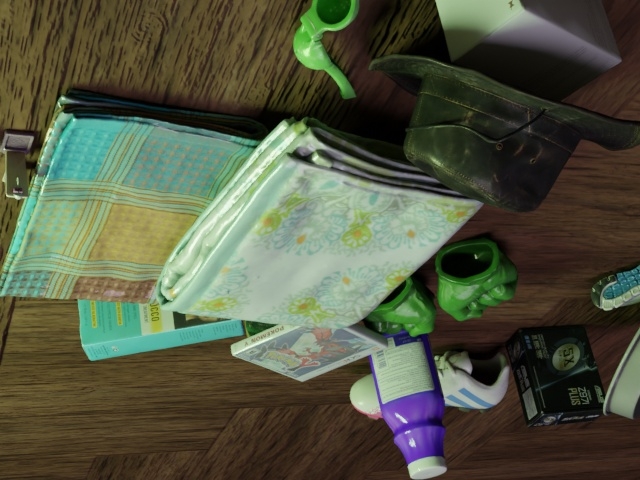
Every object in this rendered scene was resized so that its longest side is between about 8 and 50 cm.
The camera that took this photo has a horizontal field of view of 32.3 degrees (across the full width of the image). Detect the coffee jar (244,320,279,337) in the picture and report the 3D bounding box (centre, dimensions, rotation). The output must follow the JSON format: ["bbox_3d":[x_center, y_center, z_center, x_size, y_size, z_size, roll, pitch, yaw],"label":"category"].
[{"bbox_3d":[-0.076,0.114,1.802,0.096,0.079,0.184,-6,151,-8],"label":"coffee jar"}]

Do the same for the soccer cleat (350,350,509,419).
[{"bbox_3d":[0.222,0.273,2.201,0.331,0.116,0.143,-1,132,-18],"label":"soccer cleat"}]

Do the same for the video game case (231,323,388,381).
[{"bbox_3d":[-0.015,0.175,1.823,0.183,0.023,0.201,-25,148,26],"label":"video game case"}]

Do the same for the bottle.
[{"bbox_3d":[0.164,0.284,1.989,0.118,0.283,0.092,-18,152,10],"label":"bottle"}]

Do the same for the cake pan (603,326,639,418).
[{"bbox_3d":[0.629,0.213,2.076,0.293,0.054,0.293,-42,150,-32],"label":"cake pan"}]

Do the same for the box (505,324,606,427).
[{"bbox_3d":[0.463,0.266,2.173,0.147,0.180,0.077,-1,152,-17],"label":"box"}]

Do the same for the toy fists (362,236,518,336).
[{"bbox_3d":[0.192,0.089,1.837,0.279,0.096,0.142,-19,153,13],"label":"toy fists"}]

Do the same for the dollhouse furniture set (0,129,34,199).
[{"bbox_3d":[-0.405,-0.076,1.323,0.114,0.081,0.091,4,149,-26],"label":"dollhouse furniture set"}]

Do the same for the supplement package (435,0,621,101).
[{"bbox_3d":[0.230,-0.239,1.226,0.179,0.105,0.105,15,145,-40],"label":"supplement package"}]

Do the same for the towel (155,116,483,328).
[{"bbox_3d":[0.000,0.000,1.478,0.320,0.090,0.374,13,138,-33],"label":"towel"}]

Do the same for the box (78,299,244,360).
[{"bbox_3d":[-0.246,0.111,1.711,0.244,0.100,0.060,-10,152,-3],"label":"box"}]

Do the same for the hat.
[{"bbox_3d":[0.198,-0.108,1.268,0.331,0.134,0.331,16,-179,0],"label":"hat"}]

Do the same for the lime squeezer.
[{"bbox_3d":[0.032,-0.239,1.209,0.110,0.059,0.310,-1,150,-17],"label":"lime squeezer"}]

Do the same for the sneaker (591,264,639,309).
[{"bbox_3d":[0.588,0.075,2.001,0.191,0.071,0.083,-19,164,22],"label":"sneaker"}]

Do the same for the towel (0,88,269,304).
[{"bbox_3d":[-0.251,-0.035,1.439,0.271,0.040,0.370,6,138,-28],"label":"towel"}]
